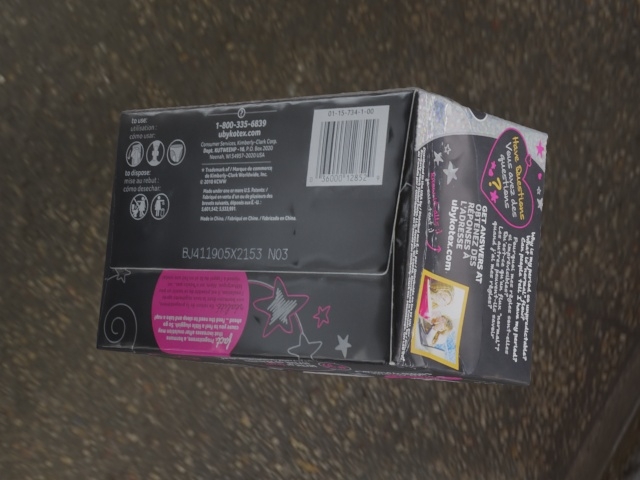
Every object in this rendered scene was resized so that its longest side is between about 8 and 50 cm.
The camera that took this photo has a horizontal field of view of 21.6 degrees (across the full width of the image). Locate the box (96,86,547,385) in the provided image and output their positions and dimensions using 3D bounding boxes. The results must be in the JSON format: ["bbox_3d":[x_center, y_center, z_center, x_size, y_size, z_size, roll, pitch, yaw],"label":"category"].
[{"bbox_3d":[0.000,0.000,1.038,0.247,0.142,0.163,0,81,40],"label":"box"}]
